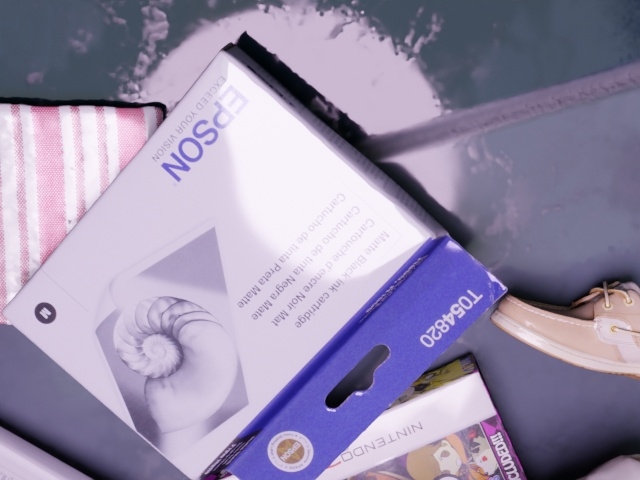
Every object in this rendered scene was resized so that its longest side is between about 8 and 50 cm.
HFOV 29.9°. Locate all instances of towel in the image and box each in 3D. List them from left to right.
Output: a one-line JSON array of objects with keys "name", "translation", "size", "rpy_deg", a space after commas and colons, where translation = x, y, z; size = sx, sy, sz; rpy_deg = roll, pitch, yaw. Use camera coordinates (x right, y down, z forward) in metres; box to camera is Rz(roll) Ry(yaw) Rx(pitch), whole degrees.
[{"name": "towel", "translation": [-0.196, -0.018, 0.774], "size": [0.197, 0.029, 0.144], "rpy_deg": [0, 102, -3]}]

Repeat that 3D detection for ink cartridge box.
[{"name": "ink cartridge box", "translation": [-0.041, 0.037, 0.723], "size": [0.224, 0.045, 0.223], "rpy_deg": [40, 107, -6]}]

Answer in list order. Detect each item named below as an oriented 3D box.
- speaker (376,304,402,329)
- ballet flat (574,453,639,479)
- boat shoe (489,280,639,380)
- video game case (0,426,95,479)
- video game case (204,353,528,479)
[{"name": "speaker", "translation": [0.000, 0.000, 0.762], "size": [0.136, 0.055, 0.055], "rpy_deg": [42, 99, -8]}, {"name": "ballet flat", "translation": [0.238, 0.202, 0.763], "size": [0.400, 0.139, 0.139], "rpy_deg": [9, 103, -14]}, {"name": "boat shoe", "translation": [0.194, 0.055, 0.775], "size": [0.170, 0.063, 0.059], "rpy_deg": [15, 100, -13]}, {"name": "video game case", "translation": [-0.184, 0.254, 0.813], "size": [0.227, 0.026, 0.206], "rpy_deg": [30, 107, -2]}, {"name": "video game case", "translation": [0.054, 0.222, 0.818], "size": [0.210, 0.042, 0.232], "rpy_deg": [-23, 102, 6]}]
